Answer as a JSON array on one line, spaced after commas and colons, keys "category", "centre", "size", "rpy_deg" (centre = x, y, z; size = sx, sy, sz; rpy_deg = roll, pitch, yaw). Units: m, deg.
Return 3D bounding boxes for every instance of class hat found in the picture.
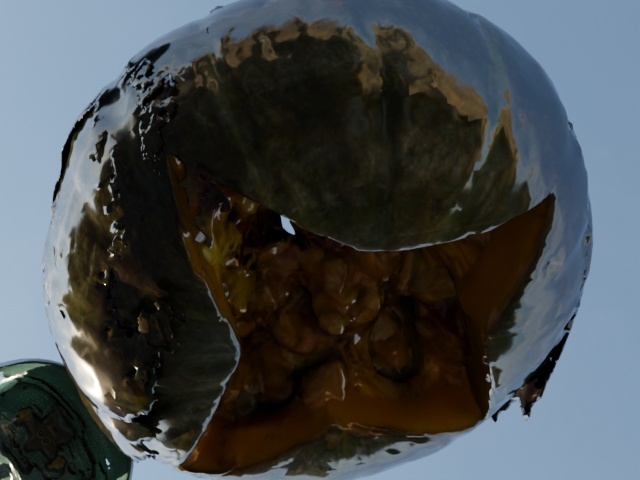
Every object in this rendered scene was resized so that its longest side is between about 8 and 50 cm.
[{"category": "hat", "centre": [-0.197, 0.145, 1.024], "size": [0.138, 0.078, 0.191], "rpy_deg": [55, -36, 1]}]

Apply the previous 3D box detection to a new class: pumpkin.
[{"category": "pumpkin", "centre": [0.000, 0.000, 0.891], "size": [0.320, 0.192, 0.320], "rpy_deg": [-8, -49, -10]}]
